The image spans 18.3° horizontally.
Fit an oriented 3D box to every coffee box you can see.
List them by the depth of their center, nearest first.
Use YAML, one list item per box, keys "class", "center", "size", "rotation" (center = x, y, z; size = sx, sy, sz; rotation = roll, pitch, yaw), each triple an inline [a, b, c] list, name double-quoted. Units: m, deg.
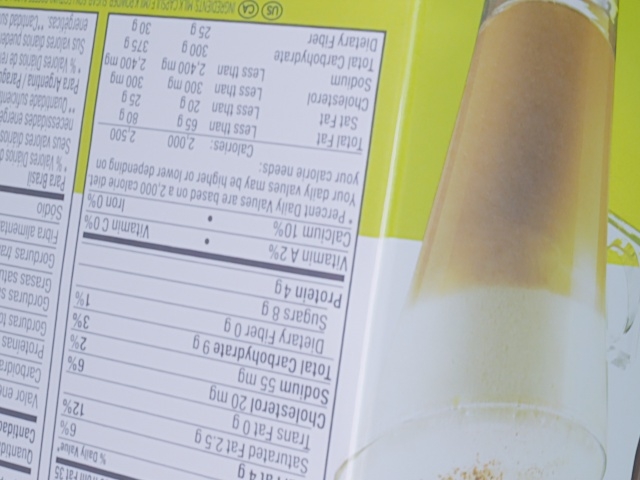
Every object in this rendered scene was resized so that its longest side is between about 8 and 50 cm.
- class: "coffee box"
  center: [0.000, 0.000, 0.894]
  size: [0.338, 0.338, 0.334]
  rotation: [7, 91, -50]
